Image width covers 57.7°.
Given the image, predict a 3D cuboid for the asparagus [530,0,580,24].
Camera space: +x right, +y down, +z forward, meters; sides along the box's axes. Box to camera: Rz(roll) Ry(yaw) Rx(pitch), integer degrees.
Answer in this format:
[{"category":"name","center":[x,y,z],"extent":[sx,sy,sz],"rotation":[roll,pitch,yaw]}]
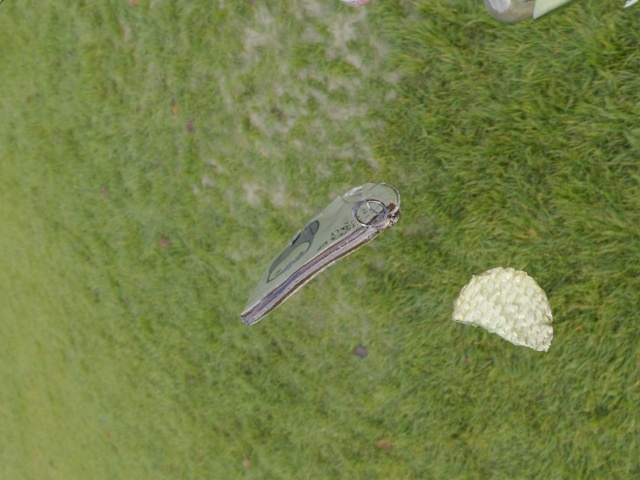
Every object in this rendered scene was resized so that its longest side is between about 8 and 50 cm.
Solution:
[{"category":"asparagus","center":[0.485,-0.457,0.984],"extent":[0.278,0.060,0.067],"rotation":[-21,130,17]}]

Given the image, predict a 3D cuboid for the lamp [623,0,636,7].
[{"category":"lamp","center":[0.740,-0.467,1.216],"extent":[0.198,0.050,0.056],"rotation":[34,112,6]}]

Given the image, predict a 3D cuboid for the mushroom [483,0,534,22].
[{"category":"mushroom","center":[0.498,-0.616,1.478],"extent":[0.141,0.188,0.117],"rotation":[40,143,51]}]

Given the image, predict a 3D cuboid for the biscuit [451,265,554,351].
[{"category":"biscuit","center":[0.471,0.160,1.460],"extent":[0.274,0.187,0.036],"rotation":[23,173,-6]}]

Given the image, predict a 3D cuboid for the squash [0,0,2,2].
[{"category":"squash","center":[-0.320,-0.199,0.435],"extent":[0.191,0.085,0.184],"rotation":[-59,13,2]}]

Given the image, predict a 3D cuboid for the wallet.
[{"category":"wallet","center":[0.002,0.003,0.982],"extent":[0.335,0.275,0.068],"rotation":[-38,98,15]}]

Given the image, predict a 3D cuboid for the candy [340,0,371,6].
[{"category":"candy","center":[0.055,-0.420,0.905],"extent":[0.103,0.043,0.103],"rotation":[35,135,44]}]
